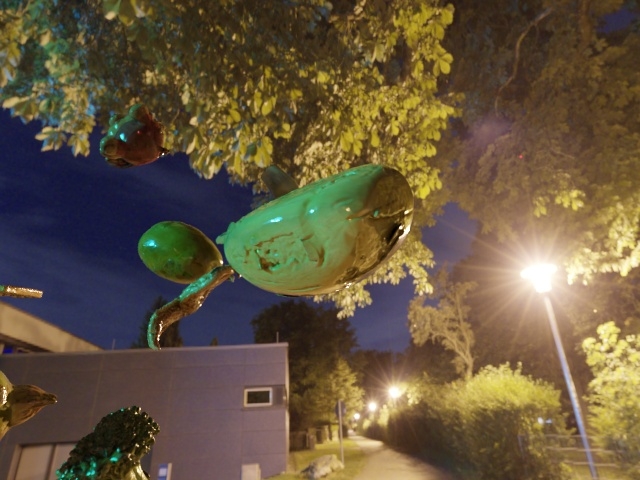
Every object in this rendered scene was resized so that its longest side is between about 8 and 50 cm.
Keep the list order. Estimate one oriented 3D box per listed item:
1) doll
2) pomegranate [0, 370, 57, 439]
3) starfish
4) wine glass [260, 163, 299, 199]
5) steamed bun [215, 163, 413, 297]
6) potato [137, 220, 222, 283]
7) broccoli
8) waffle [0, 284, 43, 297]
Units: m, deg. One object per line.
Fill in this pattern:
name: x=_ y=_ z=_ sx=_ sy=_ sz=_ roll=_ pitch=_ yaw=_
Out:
doll: x=-0.538 y=-0.293 z=1.153 sx=0.196 sy=0.152 sz=0.256 roll=-20 pitch=18 yaw=-19
pomegranate: x=-0.842 y=0.435 z=1.007 sx=0.276 sy=0.204 sz=0.222 roll=18 pitch=-66 yaw=-14
starfish: x=-0.261 y=0.123 z=0.788 sx=0.238 sy=0.071 sz=0.216 roll=-45 pitch=0 yaw=14
wine glass: x=-0.112 y=-0.162 z=1.354 sx=0.093 sy=0.202 sz=0.093 roll=-40 pitch=-12 yaw=-11
steamed bun: x=0.000 y=0.000 z=0.604 sx=0.272 sy=0.166 sz=0.232 roll=-17 pitch=14 yaw=30
potato: x=-0.492 y=0.042 z=1.411 sx=0.304 sy=0.216 sz=0.216 roll=16 pitch=-17 yaw=27
broccoli: x=-0.605 y=0.638 z=1.107 sx=0.323 sy=0.272 sz=0.334 roll=-13 pitch=-6 yaw=-33
waffle: x=-0.761 y=0.123 z=0.976 sx=0.092 sy=0.021 sz=0.135 roll=0 pitch=-14 yaw=-3
